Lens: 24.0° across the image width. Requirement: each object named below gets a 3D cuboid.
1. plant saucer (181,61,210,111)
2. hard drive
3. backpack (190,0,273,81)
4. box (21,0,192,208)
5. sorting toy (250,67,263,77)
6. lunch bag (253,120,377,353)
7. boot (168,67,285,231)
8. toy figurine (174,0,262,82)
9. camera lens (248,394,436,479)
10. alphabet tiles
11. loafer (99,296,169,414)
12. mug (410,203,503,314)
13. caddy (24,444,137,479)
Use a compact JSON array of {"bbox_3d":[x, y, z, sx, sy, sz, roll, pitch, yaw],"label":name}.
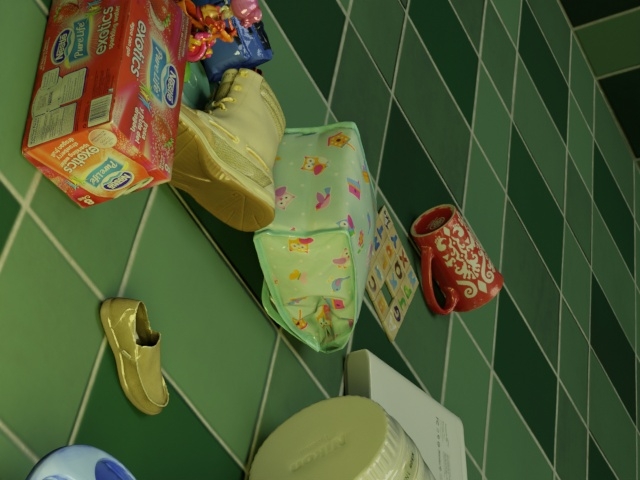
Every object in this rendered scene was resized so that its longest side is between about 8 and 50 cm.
[{"bbox_3d":[-0.180,-0.214,2.026,0.119,0.021,0.119,44,38,-48],"label":"plant saucer"},{"bbox_3d":[0.141,0.337,2.352,0.353,0.047,0.233,40,42,-52],"label":"hard drive"},{"bbox_3d":[-0.130,-0.290,2.072,0.101,0.098,0.120,-24,93,-79],"label":"backpack"},{"bbox_3d":[-0.243,-0.182,1.744,0.122,0.128,0.257,48,35,-45],"label":"box"},{"bbox_3d":[-0.109,-0.221,2.135,0.042,0.061,0.102,58,6,-32],"label":"sorting toy"},{"bbox_3d":[0.000,0.000,2.107,0.262,0.160,0.223,76,15,-48],"label":"lunch bag"},{"bbox_3d":[-0.146,-0.159,1.948,0.262,0.095,0.203,39,40,-29],"label":"boot"},{"bbox_3d":[-0.133,-0.309,1.955,0.130,0.159,0.173,14,61,-68],"label":"toy figurine"},{"bbox_3d":[0.056,0.365,1.945,0.274,0.219,0.219,60,28,-28],"label":"camera lens"},{"bbox_3d":[0.096,0.019,2.491,0.237,0.009,0.198,65,26,-20],"label":"alphabet tiles"},{"bbox_3d":[-0.206,0.132,1.729,0.148,0.050,0.056,68,25,-14],"label":"loafer"},{"bbox_3d":[0.235,0.038,2.657,0.169,0.113,0.150,58,27,-25],"label":"mug"},{"bbox_3d":[-0.226,0.364,1.398,0.241,0.179,0.341,-8,83,-66],"label":"caddy"}]
